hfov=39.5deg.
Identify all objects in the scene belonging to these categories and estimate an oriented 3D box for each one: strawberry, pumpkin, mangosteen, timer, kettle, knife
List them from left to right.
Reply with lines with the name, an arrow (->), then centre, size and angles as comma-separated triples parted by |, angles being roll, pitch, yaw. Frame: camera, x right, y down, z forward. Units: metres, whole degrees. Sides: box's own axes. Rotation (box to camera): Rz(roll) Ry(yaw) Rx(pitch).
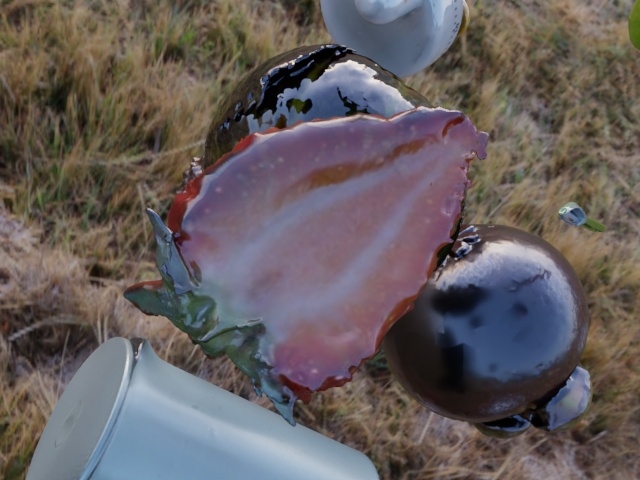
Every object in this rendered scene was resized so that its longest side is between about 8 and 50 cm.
kettle -> -0.135, 0.272, 0.926 | 0.318, 0.265, 0.205 | 32, 29, -25
strawberry -> -0.008, -0.014, 0.594 | 0.174, 0.098, 0.228 | 37, 83, -7
pumpkin -> 0.013, -0.070, 1.033 | 0.320, 0.320, 0.192 | 31, 46, -1
timer -> 0.097, -0.360, 1.372 | 0.233, 0.233, 0.240 | 45, 51, 8
mangosteen -> 0.250, 0.143, 1.302 | 0.307, 0.307, 0.347 | -44, 116, -31
knife -> 0.329, -0.028, 1.119 | 0.022, 0.184, 0.026 | 16, 91, 31

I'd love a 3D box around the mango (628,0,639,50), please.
mango -> 0.363, -0.244, 0.857 | 0.074, 0.165, 0.091 | 10, 51, -28

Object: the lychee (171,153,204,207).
lychee -> -0.101, -0.051, 1.388 | 0.268, 0.267, 0.267 | 8, 62, -15
